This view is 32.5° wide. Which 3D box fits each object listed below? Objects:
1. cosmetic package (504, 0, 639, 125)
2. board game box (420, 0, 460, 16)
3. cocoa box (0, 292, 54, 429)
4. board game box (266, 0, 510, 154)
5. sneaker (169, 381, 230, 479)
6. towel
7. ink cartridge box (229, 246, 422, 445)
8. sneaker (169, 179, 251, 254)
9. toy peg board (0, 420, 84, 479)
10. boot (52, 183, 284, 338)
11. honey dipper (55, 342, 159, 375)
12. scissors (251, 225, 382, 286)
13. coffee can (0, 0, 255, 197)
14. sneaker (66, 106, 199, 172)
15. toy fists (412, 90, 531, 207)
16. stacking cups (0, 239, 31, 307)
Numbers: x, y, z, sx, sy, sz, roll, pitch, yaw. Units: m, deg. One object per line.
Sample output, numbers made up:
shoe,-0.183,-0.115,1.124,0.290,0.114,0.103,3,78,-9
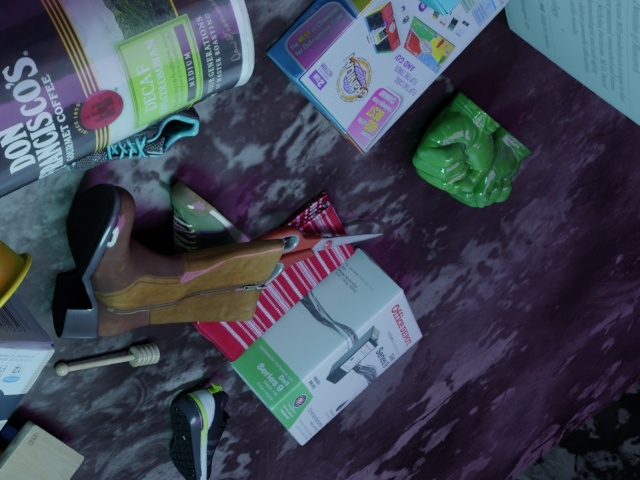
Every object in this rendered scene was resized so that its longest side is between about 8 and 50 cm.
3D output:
cosmetic package,0.480,-0.374,1.451,0.329,0.394,0.327,-43,151,-6
board game box,0.117,-0.438,1.144,0.254,0.079,0.336,-48,136,2
cocoa box,-0.476,0.104,1.003,0.228,0.231,0.347,-54,150,15
board game box,0.105,-0.286,1.421,0.316,0.064,0.242,-46,151,2
sneaker,-0.185,0.322,1.800,0.097,0.084,0.234,-28,146,-31
towel,-0.068,0.064,1.679,0.275,0.031,0.199,-41,151,-8
ink cartridge box,0.016,0.179,1.835,0.289,0.121,0.211,-42,151,-8
sneaker,-0.159,-0.006,1.437,0.086,0.064,0.192,-50,154,-2
toy peg board,-0.434,0.326,1.518,0.160,0.079,0.161,-55,154,-15
boot,-0.170,0.028,1.357,0.281,0.096,0.264,-3,134,-27
honey dipper,-0.296,0.166,1.523,0.161,0.030,0.030,-4,131,-45
scissors,0.000,0.000,1.631,0.297,0.021,0.109,-20,141,-36
coffee can,-0.227,-0.176,0.980,0.275,0.201,0.201,-29,147,-19
sneaker,-0.207,-0.118,1.225,0.166,0.076,0.065,-33,148,-20
toy fists,0.245,-0.130,1.766,0.142,0.096,0.279,-50,152,11
stacking cups,-0.387,-0.056,0.910,0.096,0.096,0.316,-44,111,-1
